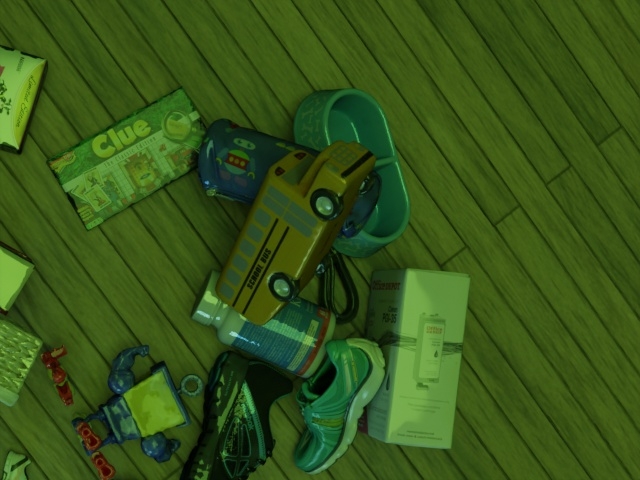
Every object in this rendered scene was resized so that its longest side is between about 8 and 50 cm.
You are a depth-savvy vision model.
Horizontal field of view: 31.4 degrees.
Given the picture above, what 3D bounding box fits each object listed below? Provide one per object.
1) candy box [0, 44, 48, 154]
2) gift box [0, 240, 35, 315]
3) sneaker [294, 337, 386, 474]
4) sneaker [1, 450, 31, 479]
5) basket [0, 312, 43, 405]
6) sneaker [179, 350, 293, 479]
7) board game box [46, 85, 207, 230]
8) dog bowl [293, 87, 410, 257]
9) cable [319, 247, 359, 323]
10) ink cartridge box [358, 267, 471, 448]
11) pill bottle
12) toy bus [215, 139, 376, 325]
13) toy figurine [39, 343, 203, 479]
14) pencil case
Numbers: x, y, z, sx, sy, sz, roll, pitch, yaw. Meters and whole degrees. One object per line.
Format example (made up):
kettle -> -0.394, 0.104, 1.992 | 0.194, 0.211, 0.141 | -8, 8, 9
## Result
candy box -> -0.575, -0.248, 1.830 | 0.234, 0.071, 0.159 | 16, 84, -11
gift box -> -0.599, 0.042, 1.731 | 0.258, 0.255, 0.276 | 31, 78, -18
sneaker -> 0.007, 0.266, 1.869 | 0.110, 0.107, 0.275 | 10, 119, -24
sneaker -> -0.497, 0.397, 1.836 | 0.044, 0.040, 0.109 | 15, 85, -13
basket -> -0.483, 0.143, 1.589 | 0.167, 0.113, 0.103 | 31, 82, -21
sneaker -> -0.147, 0.360, 1.867 | 0.140, 0.125, 0.340 | 18, 85, -12
board game box -> -0.310, -0.138, 1.902 | 0.260, 0.030, 0.136 | -32, 92, -11
dog bowl -> 0.061, -0.120, 1.924 | 0.166, 0.074, 0.297 | -16, 92, -36
cable -> 0.000, 0.000, 1.962 | 0.139, 0.072, 0.287 | -35, 107, -28
ink cartridge box -> 0.148, 0.190, 1.892 | 0.117, 0.207, 0.282 | 8, 85, -13
pill bottle -> -0.097, 0.132, 1.886 | 0.222, 0.124, 0.124 | 25, 83, -11
toy bus -> -0.040, -0.018, 1.716 | 0.130, 0.332, 0.108 | 37, 40, 11
toy figurine -> -0.271, 0.299, 1.818 | 0.217, 0.191, 0.362 | -26, 94, -16
pencil case -> -0.058, -0.096, 1.826 | 0.306, 0.119, 0.133 | 20, 77, 20
